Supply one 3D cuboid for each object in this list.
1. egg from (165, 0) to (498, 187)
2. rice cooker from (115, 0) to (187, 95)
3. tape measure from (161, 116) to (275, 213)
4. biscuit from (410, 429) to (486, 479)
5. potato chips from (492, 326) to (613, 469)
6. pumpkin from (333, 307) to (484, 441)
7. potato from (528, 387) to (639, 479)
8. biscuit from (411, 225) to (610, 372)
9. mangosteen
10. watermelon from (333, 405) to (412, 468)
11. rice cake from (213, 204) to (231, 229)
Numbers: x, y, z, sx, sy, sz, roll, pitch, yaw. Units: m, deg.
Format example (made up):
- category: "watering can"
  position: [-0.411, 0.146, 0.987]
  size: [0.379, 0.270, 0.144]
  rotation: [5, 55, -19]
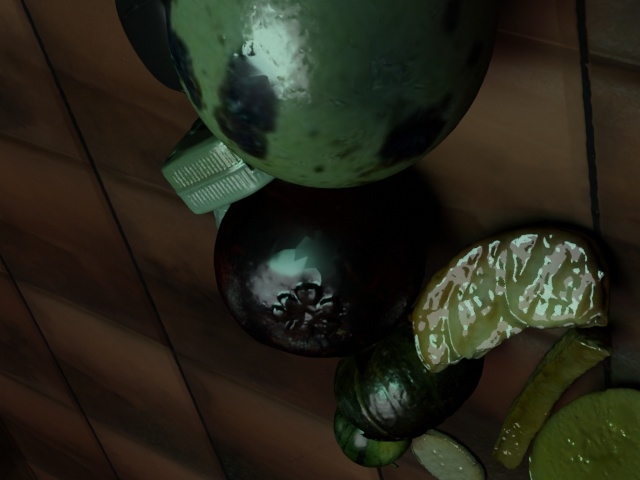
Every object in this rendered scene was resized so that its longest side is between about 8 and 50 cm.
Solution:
- category: "egg"
  position: [0.010, -0.256, 1.282]
  size: [0.345, 0.345, 0.428]
  rotation: [25, 138, 26]
- category: "rice cooker"
  position: [-0.183, -0.284, 1.684]
  size: [0.142, 0.118, 0.203]
  rotation: [-13, 119, 53]
- category: "tape measure"
  position: [-0.091, -0.156, 1.679]
  size: [0.207, 0.235, 0.115]
  rotation: [-23, 113, 42]
- category: "biscuit"
  position: [0.218, 0.380, 2.165]
  size: [0.152, 0.020, 0.152]
  rotation: [29, 147, 20]
- category: "potato chips"
  position: [0.323, 0.213, 1.785]
  size: [0.057, 0.080, 0.407]
  rotation: [22, 146, 2]
- category: "pumpkin"
  position: [0.130, 0.196, 1.828]
  size: [0.159, 0.238, 0.238]
  rotation: [49, 149, -6]
- category: "potato"
  position: [0.388, 0.304, 1.741]
  size: [0.178, 0.203, 0.158]
  rotation: [41, 174, 13]
- category: "biscuit"
  position: [0.236, 0.070, 1.630]
  size: [0.299, 0.045, 0.154]
  rotation: [-20, 91, 34]
- category: "mangosteen"
  position: [0.003, 0.016, 1.726]
  size: [0.297, 0.293, 0.297]
  rotation: [3, 107, 9]
- category: "watermelon"
  position: [0.090, 0.320, 2.120]
  size: [0.140, 0.141, 0.187]
  rotation: [29, 151, 20]
- category: "rice cake"
  position: [-0.108, 0.025, 2.065]
  size: [0.127, 0.043, 0.237]
  rotation: [21, 144, 29]
